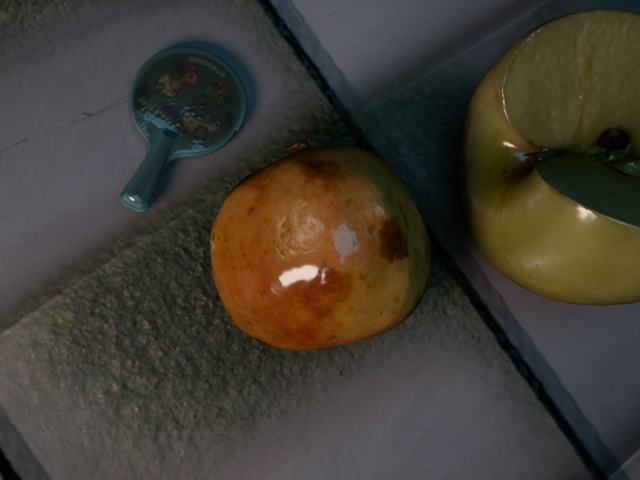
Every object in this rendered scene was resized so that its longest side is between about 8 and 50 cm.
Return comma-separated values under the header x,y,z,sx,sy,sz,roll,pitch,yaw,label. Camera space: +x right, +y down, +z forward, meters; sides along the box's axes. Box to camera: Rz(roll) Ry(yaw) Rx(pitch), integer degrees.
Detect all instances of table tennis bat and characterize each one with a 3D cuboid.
x,y,z,sx,sy,sz,roll,pitch,yaw,label
-0.156,-0.118,0.932,0.124,0.033,0.201,26,69,-5,table tennis bat

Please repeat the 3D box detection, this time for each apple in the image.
x,y,z,sx,sy,sz,roll,pitch,yaw,label
0.281,-0.069,0.920,0.258,0.233,0.295,1,67,-27,apple

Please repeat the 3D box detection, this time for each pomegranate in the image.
x,y,z,sx,sy,sz,roll,pitch,yaw,label
0.000,0.000,0.848,0.215,0.215,0.215,3,78,-13,pomegranate
